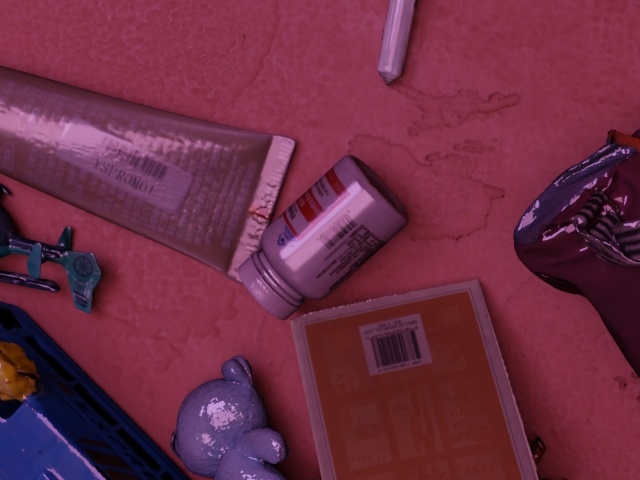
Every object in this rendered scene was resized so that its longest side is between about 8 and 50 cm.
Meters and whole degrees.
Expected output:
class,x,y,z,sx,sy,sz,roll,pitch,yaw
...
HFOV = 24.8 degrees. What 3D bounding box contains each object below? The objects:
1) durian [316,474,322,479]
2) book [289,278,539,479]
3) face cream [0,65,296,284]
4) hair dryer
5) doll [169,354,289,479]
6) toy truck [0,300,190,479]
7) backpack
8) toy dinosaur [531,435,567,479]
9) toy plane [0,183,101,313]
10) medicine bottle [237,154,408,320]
class,x,y,z,sx,sy,sz,roll,pitch,yaw
durian,0.065,0.247,1.215,0.158,0.137,0.168,-6,78,2
book,0.078,0.151,1.181,0.170,0.018,0.242,-11,58,-1
face cream,-0.203,-0.079,1.283,0.341,0.084,0.137,19,99,2
hair dryer,0.062,-0.200,1.234,0.082,0.047,0.137,12,103,12
doll,-0.057,0.194,1.255,0.180,0.075,0.120,50,115,23
toy truck,-0.224,0.216,1.255,0.385,0.162,0.161,43,100,8
backpack,0.344,-0.008,1.103,0.317,0.197,0.283,-42,83,10
toy dinosaur,0.181,0.212,1.225,0.055,0.049,0.154,-30,82,9
toy plane,-0.304,-0.003,1.313,0.235,0.060,0.096,14,104,14
medicine bottle,0.000,0.000,1.237,0.140,0.079,0.079,-42,84,11
